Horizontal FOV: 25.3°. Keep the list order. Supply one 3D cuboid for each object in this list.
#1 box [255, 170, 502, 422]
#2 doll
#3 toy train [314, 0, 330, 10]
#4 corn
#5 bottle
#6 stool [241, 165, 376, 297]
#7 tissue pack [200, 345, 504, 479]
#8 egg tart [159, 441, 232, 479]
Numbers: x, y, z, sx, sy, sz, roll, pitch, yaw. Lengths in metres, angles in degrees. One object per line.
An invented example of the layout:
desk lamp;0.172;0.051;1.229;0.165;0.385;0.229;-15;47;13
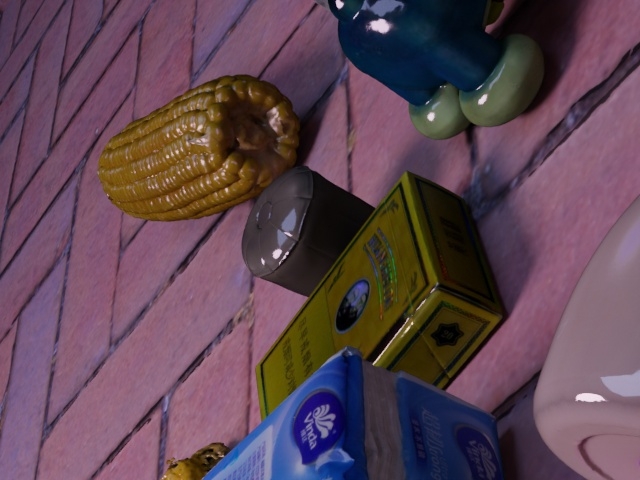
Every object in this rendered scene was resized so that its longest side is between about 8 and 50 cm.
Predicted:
box;0.036;0.075;1.046;0.220;0.064;0.141;-51;27;27
doll;0.102;-0.250;1.064;0.198;0.186;0.322;-16;57;60
toy train;0.051;-0.371;1.396;0.086;0.088;0.407;-43;32;39
corn;-0.137;-0.086;1.481;0.344;0.131;0.131;-12;57;64
bottle;0.202;0.007;0.672;0.147;0.147;0.236;-18;45;60
stool;0.000;0.000;1.130;0.096;0.110;0.096;-46;29;35
tissue pack;0.014;0.235;0.835;0.198;0.146;0.263;-46;29;34
egg tart;-0.115;0.232;1.227;0.130;0.052;0.130;-46;33;42
